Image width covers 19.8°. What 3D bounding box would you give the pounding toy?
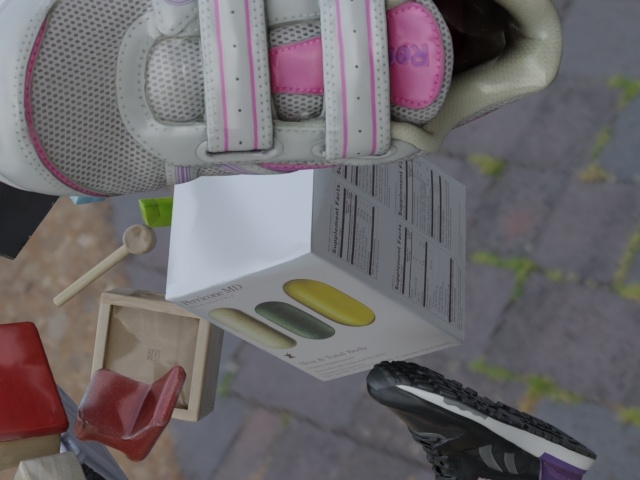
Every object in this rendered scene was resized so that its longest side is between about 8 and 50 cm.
[{"bbox_3d":[-0.201,0.082,2.050,0.181,0.094,0.206,9,95,9],"label":"pounding toy"}]

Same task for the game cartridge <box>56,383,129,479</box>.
[{"bbox_3d":[-0.335,0.235,2.313,0.060,0.294,0.196,-33,68,-2],"label":"game cartridge"}]

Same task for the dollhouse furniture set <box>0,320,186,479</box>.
[{"bbox_3d":[-0.123,0.198,1.295,0.374,0.201,0.152,65,146,32],"label":"dollhouse furniture set"}]

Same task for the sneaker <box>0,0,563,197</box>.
[{"bbox_3d":[-0.011,-0.075,0.683,0.252,0.103,0.111,-20,22,-31],"label":"sneaker"}]

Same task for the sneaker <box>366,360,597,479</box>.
[{"bbox_3d":[0.154,0.225,1.901,0.124,0.283,0.107,-61,26,5],"label":"sneaker"}]

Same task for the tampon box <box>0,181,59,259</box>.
[{"bbox_3d":[-0.215,-0.091,1.090,0.120,0.101,0.161,-53,44,16],"label":"tampon box"}]

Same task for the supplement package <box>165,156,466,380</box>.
[{"bbox_3d":[0.000,0.000,1.944,0.199,0.263,0.198,-18,56,35],"label":"supplement package"}]

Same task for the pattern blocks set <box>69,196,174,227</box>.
[{"bbox_3d":[-0.166,-0.132,2.388,0.026,0.325,0.285,51,123,33],"label":"pattern blocks set"}]
